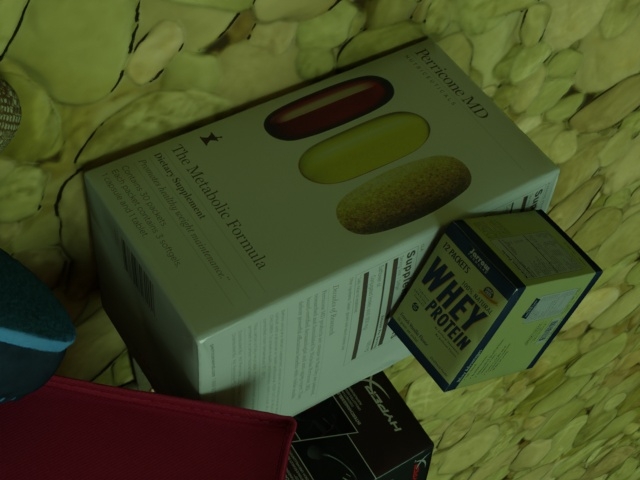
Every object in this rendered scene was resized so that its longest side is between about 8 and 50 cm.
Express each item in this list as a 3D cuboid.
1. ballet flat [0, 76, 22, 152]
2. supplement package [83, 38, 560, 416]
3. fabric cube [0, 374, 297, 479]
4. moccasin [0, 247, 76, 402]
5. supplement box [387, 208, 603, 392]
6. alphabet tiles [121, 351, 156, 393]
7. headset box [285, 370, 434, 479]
[{"bbox_3d":[-0.203,-0.052,0.482,0.206,0.067,0.073,3,111,-50],"label":"ballet flat"},{"bbox_3d":[0.000,0.000,0.700,0.244,0.139,0.134,-25,148,-23],"label":"supplement package"},{"bbox_3d":[-0.170,0.238,0.614,0.254,0.259,0.258,12,138,-4],"label":"fabric cube"},{"bbox_3d":[-0.269,0.022,0.478,0.342,0.138,0.117,22,105,-41],"label":"moccasin"},{"bbox_3d":[0.100,0.033,0.656,0.083,0.056,0.083,-7,136,-43],"label":"supplement box"},{"bbox_3d":[-0.084,0.104,0.881,0.198,0.009,0.237,-25,147,-19],"label":"alphabet tiles"},{"bbox_3d":[-0.058,0.246,0.990,0.293,0.110,0.218,-28,152,-16],"label":"headset box"}]
